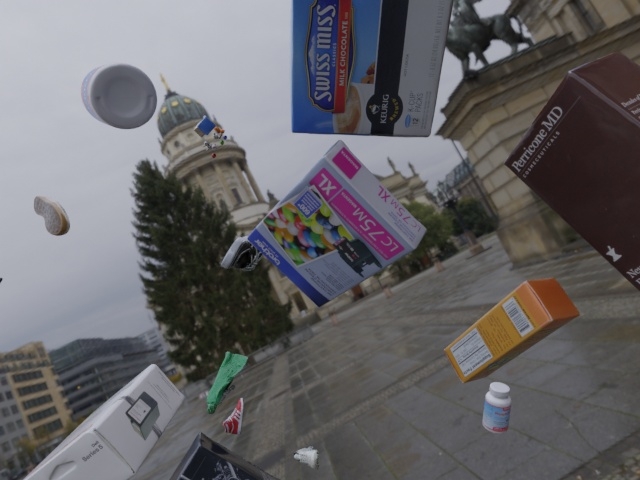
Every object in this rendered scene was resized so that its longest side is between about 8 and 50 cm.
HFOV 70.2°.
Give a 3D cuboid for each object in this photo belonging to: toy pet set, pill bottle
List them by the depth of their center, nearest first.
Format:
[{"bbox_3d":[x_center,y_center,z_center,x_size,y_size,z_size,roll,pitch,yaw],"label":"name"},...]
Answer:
[{"bbox_3d":[-0.425,-0.299,0.944,0.124,0.124,0.221,-23,26,-26],"label":"pill bottle"},{"bbox_3d":[-0.349,-0.356,1.497,0.065,0.114,0.122,-23,37,35],"label":"toy pet set"},{"bbox_3d":[0.624,0.589,1.607,0.087,0.160,0.087,1,14,0],"label":"pill bottle"}]

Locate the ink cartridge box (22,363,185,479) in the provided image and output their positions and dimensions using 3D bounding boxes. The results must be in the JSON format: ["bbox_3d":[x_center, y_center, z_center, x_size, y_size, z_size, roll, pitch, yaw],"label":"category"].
[{"bbox_3d":[-0.418,0.394,0.906,0.198,0.115,0.273,-39,5,6],"label":"ink cartridge box"}]

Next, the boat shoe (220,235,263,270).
[{"bbox_3d":[-0.269,0.057,1.643,0.113,0.105,0.306,-58,0,4],"label":"boat shoe"}]

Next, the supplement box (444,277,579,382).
[{"bbox_3d":[0.317,0.159,0.783,0.078,0.080,0.233,-3,-35,-29],"label":"supplement box"}]

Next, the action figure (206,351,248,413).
[{"bbox_3d":[-0.363,0.540,1.712,0.137,0.063,0.232,-6,46,44],"label":"action figure"}]

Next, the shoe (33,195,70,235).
[{"bbox_3d":[-0.724,-0.072,1.251,0.058,0.219,0.077,5,-71,-49],"label":"shoe"}]

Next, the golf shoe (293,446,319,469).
[{"bbox_3d":[-0.053,0.812,1.692,0.086,0.069,0.176,1,-19,-13],"label":"golf shoe"}]

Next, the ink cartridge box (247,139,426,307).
[{"bbox_3d":[0.000,0.000,0.749,0.311,0.186,0.065,-38,9,50],"label":"ink cartridge box"}]

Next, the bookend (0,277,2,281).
[{"bbox_3d":[-0.970,0.135,1.208,0.157,0.072,0.156,-37,-52,24],"label":"bookend"}]

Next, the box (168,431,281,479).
[{"bbox_3d":[-0.312,0.795,1.296,0.343,0.312,0.179,-58,6,-16],"label":"box"}]

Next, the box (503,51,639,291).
[{"bbox_3d":[0.478,-0.069,0.647,0.143,0.381,0.191,-24,-27,-25],"label":"box"}]

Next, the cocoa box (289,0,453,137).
[{"bbox_3d":[0.063,-0.343,0.804,0.227,0.231,0.347,2,30,-2],"label":"cocoa box"}]

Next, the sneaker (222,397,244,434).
[{"bbox_3d":[-0.301,0.604,1.570,0.067,0.118,0.042,7,-21,-9],"label":"sneaker"}]
